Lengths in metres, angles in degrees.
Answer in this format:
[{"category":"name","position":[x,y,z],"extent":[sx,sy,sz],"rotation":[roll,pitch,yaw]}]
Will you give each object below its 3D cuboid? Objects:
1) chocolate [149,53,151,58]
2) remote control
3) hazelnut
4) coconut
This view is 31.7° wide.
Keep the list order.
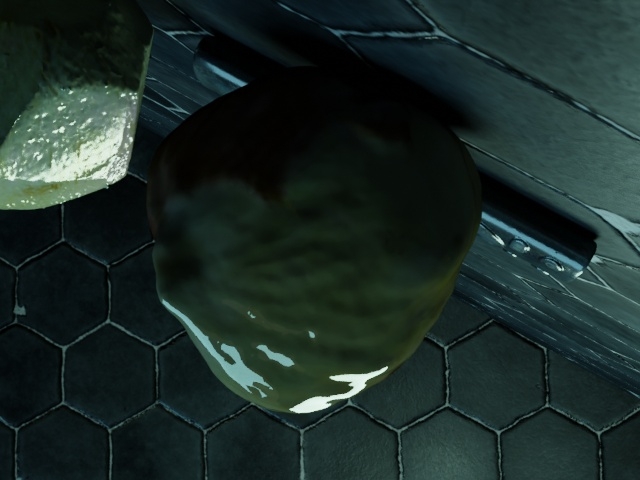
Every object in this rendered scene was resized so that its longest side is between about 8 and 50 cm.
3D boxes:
[{"category":"chocolate","position":[-0.290,-0.233,1.065],"extent":[0.110,0.110,0.291],"rotation":[27,174,39]},{"category":"remote control","position":[0.062,-0.070,0.988],"extent":[0.378,0.044,0.107],"rotation":[29,-178,5]},{"category":"hazelnut","position":[-0.019,-0.002,0.829],"extent":[0.261,0.261,0.241],"rotation":[28,-151,27]},{"category":"coconut","position":[-0.255,-0.135,0.961],"extent":[0.197,0.237,0.237],"rotation":[53,-171,26]}]
